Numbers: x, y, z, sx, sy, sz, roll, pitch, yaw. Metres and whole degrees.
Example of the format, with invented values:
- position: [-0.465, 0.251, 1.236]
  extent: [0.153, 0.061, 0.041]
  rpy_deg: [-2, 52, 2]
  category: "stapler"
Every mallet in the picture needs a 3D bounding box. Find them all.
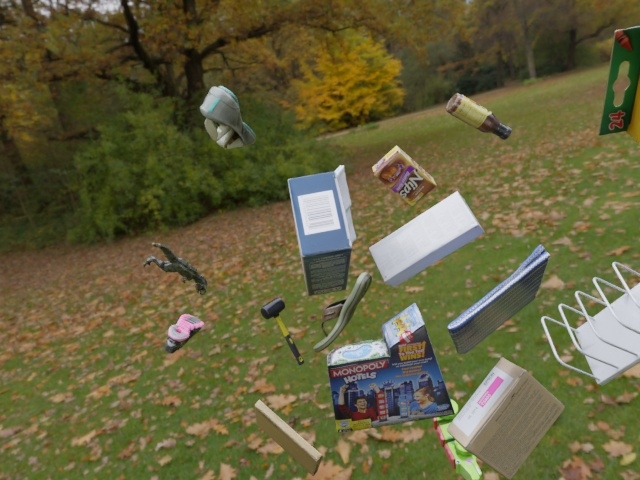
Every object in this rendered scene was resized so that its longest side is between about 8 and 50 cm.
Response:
- position: [-0.086, 0.238, 1.352]
  extent: [0.062, 0.189, 0.039]
  rpy_deg: [-41, 14, -36]
  category: "mallet"

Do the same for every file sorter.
- position: [0.782, 0.222, 1.394]
  extent: [0.173, 0.277, 0.192]
  rpy_deg: [24, 37, -17]
  category: "file sorter"

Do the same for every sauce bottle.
- position: [0.297, -0.228, 0.954]
  extent: [0.128, 0.042, 0.042]
  rpy_deg: [25, 5, -14]
  category: "sauce bottle"

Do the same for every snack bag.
- position: [0.053, -0.064, 1.907]
  extent: [0.037, 0.342, 0.323]
  rpy_deg: [3, 32, 26]
  category: "snack bag"

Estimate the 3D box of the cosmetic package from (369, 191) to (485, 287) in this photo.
- position: [0.235, 0.002, 1.149]
  extent: [0.239, 0.098, 0.060]
  rpy_deg: [-34, -36, 18]
  category: "cosmetic package"

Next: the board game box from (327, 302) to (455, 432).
- position: [0.108, 0.198, 0.798]
  extent: [0.194, 0.194, 0.060]
  rpy_deg: [-8, 27, -2]
  category: "board game box"

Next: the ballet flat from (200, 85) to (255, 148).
- position: [-0.166, -0.199, 0.898]
  extent: [0.068, 0.072, 0.213]
  rpy_deg: [-58, -7, -7]
  category: "ballet flat"

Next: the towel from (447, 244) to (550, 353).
- position: [0.375, 0.141, 1.097]
  extent: [0.243, 0.040, 0.336]
  rpy_deg: [-40, -27, 1]
  category: "towel"

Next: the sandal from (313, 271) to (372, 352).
- position: [0.059, 0.219, 1.613]
  extent: [0.086, 0.302, 0.120]
  rpy_deg: [31, 12, 10]
  category: "sandal"

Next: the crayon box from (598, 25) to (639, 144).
- position: [0.665, -0.273, 0.869]
  extent: [0.319, 0.202, 0.081]
  rpy_deg: [-6, 35, 9]
  category: "crayon box"

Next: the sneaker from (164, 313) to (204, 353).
- position: [-0.271, 0.185, 1.004]
  extent: [0.047, 0.057, 0.119]
  rpy_deg: [27, 13, 7]
  category: "sneaker"

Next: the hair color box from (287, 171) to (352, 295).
- position: [0.000, 0.000, 1.168]
  extent: [0.105, 0.173, 0.347]
  rpy_deg: [-10, -18, -3]
  category: "hair color box"

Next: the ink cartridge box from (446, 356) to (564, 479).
- position: [0.455, 0.437, 1.254]
  extent: [0.234, 0.193, 0.088]
  rpy_deg: [-50, 23, -3]
  category: "ink cartridge box"

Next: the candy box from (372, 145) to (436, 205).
- position: [0.270, -0.204, 1.639]
  extent: [0.109, 0.187, 0.053]
  rpy_deg: [-42, 32, 25]
  category: "candy box"

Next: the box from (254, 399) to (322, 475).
- position: [-0.083, 0.493, 1.269]
  extent: [0.201, 0.164, 0.021]
  rpy_deg: [35, 59, 19]
  category: "box"

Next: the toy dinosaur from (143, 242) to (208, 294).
- position: [-0.420, 0.068, 1.440]
  extent: [0.118, 0.268, 0.064]
  rpy_deg: [1, 59, 28]
  category: "toy dinosaur"

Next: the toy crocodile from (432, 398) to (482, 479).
- position: [0.421, 0.632, 1.645]
  extent: [0.105, 0.115, 0.340]
  rpy_deg: [-16, 40, -4]
  category: "toy crocodile"
